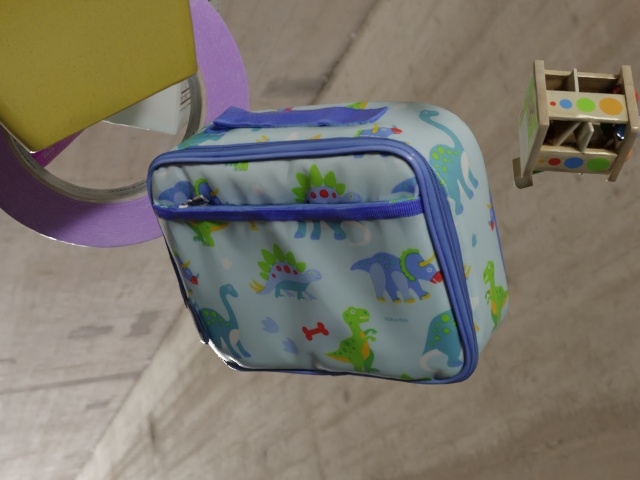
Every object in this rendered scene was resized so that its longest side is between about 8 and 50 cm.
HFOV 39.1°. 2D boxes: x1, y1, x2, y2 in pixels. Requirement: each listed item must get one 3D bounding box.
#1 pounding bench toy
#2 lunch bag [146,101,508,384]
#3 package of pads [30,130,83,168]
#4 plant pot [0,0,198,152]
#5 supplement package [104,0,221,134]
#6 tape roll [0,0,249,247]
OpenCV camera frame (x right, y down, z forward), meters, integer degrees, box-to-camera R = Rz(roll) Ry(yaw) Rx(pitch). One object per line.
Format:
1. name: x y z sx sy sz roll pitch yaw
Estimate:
1. pounding bench toy: 0.158 -0.063 0.562 0.065 0.052 0.083 4 -33 1
2. lunch bag: 0.000 0.000 0.578 0.219 0.176 0.090 2 29 32
3. package of pads: -0.341 -0.219 1.089 0.296 0.101 0.229 -47 -20 -10
4. plant pot: -0.213 -0.186 0.709 0.212 0.187 0.212 -29 19 -15
5. supplement package: -0.276 -0.330 1.388 0.199 0.262 0.198 12 25 6
6. tape roll: -0.212 -0.135 0.881 0.275 0.274 0.090 -6 12 -15
